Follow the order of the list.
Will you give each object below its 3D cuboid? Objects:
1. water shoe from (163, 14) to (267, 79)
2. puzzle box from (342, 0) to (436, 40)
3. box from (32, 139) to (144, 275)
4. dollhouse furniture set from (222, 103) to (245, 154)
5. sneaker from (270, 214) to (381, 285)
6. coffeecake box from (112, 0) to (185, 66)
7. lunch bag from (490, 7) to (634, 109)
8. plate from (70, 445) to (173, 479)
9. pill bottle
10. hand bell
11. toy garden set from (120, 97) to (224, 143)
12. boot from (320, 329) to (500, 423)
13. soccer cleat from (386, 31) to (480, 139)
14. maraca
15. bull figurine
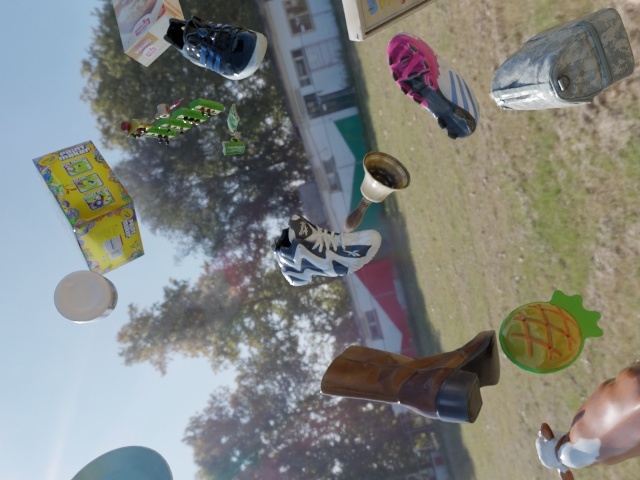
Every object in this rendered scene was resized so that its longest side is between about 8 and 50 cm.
[{"bbox_3d":[-0.166,-0.294,0.698,0.080,0.203,0.073,13,-83,-49],"label":"water shoe"},{"bbox_3d":[0.202,-0.671,1.065,0.052,0.408,0.272,32,151,43],"label":"puzzle box"},{"bbox_3d":[-0.703,-0.092,1.424,0.279,0.177,0.290,50,150,19],"label":"box"},{"bbox_3d":[-0.263,-0.315,1.331,0.076,0.058,0.152,119,138,-56],"label":"dollhouse furniture set"},{"bbox_3d":[0.000,0.000,0.987,0.153,0.234,0.094,55,-151,-38],"label":"sneaker"},{"bbox_3d":[-0.401,-0.528,1.078,0.068,0.142,0.186,21,-137,-58],"label":"coffeecake box"},{"bbox_3d":[0.672,-0.487,1.332,0.213,0.255,0.305,62,174,-17],"label":"lunch bag"},{"bbox_3d":[-0.306,0.398,0.682,0.188,0.188,0.024,-100,-1,-52],"label":"plate"},{"bbox_3d":[-0.367,0.091,0.737,0.137,0.078,0.078,153,103,-70],"label":"pill bottle"},{"bbox_3d":[0.112,-0.095,1.176,0.242,0.126,0.126,123,145,-44],"label":"hand bell"},{"bbox_3d":[-0.436,-0.347,1.361,0.203,0.244,0.049,-12,-95,-64],"label":"toy garden set"},{"bbox_3d":[0.177,0.236,0.871,0.264,0.280,0.096,-36,-64,-49],"label":"boot"},{"bbox_3d":[0.290,-0.403,1.173,0.331,0.116,0.143,42,-127,-25],"label":"soccer cleat"},{"bbox_3d":[0.406,0.160,0.818,0.127,0.185,0.099,56,169,32],"label":"maraca"},{"bbox_3d":[0.451,0.260,0.692,0.101,0.188,0.310,53,153,28],"label":"bull figurine"}]
